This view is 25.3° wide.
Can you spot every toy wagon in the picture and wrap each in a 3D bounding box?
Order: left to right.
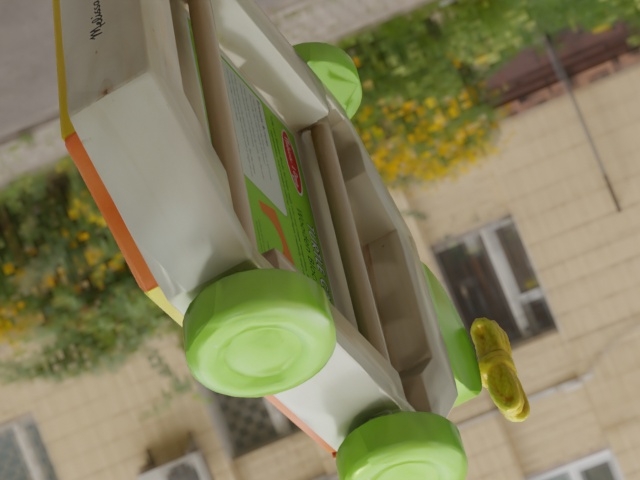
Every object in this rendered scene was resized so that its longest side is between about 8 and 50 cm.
[{"bbox_3d":[0.000,0.000,0.674,0.068,0.267,0.344,-27,136,15],"label":"toy wagon"}]
